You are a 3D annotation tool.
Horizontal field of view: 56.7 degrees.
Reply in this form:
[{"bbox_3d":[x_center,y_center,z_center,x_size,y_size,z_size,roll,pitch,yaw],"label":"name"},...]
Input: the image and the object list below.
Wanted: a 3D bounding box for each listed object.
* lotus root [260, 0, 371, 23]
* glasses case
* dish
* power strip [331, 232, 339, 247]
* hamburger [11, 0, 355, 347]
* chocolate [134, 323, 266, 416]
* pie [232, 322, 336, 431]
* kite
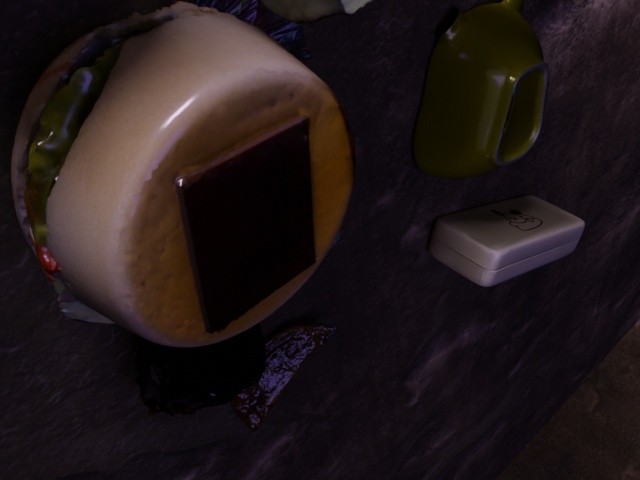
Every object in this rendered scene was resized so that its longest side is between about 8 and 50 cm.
[{"bbox_3d":[0.005,-0.350,0.446,0.260,0.149,0.267,-46,122,-19],"label":"lotus root"},{"bbox_3d":[0.335,-0.007,1.045,0.312,0.131,0.070,-13,126,-40],"label":"glasses case"},{"bbox_3d":[0.247,-0.196,0.835,0.221,0.108,0.263,-27,134,-32],"label":"dish"},{"bbox_3d":[0.000,0.000,0.778,0.083,0.035,0.055,-23,132,-37],"label":"power strip"},{"bbox_3d":[-0.108,-0.053,0.520,0.302,0.170,0.302,-32,139,-32],"label":"hamburger"},{"bbox_3d":[-0.157,0.138,0.665,0.156,0.156,0.133,4,142,-48],"label":"chocolate"},{"bbox_3d":[-0.065,0.176,0.841,0.191,0.033,0.088,-50,126,-4],"label":"pie"},{"bbox_3d":[-0.067,-0.242,0.549,0.189,0.009,0.232,-47,141,-10],"label":"kite"}]
